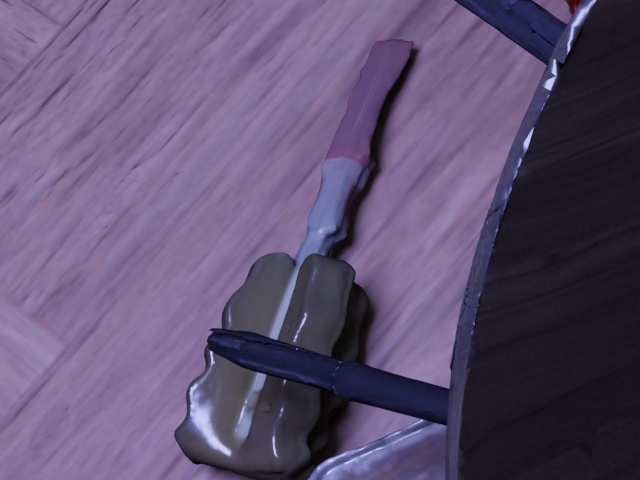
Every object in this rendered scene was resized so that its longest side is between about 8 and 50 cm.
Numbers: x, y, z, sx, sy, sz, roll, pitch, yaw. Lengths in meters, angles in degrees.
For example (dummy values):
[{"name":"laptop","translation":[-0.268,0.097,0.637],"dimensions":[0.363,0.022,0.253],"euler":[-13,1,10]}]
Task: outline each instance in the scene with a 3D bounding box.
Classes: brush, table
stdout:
[{"name":"brush","translation":[0.000,0.000,1.057],"dimensions":[0.084,0.071,0.301],"euler":[9,62,23]},{"name":"table","translation":[0.100,-0.033,0.862],"dimensions":[0.317,0.317,0.249],"euler":[-47,39,-10]}]

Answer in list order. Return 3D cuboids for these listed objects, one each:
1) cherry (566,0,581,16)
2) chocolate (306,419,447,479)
[{"name":"cherry","translation":[0.232,-0.156,1.004],"dimensions":[0.192,0.175,0.249],"euler":[-28,61,12]},{"name":"chocolate","translation":[0.128,0.142,0.937],"dimensions":[0.254,0.080,0.157],"euler":[-25,43,-4]}]
